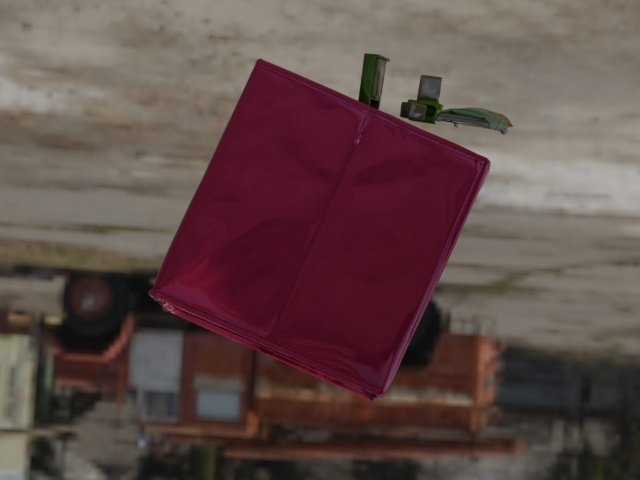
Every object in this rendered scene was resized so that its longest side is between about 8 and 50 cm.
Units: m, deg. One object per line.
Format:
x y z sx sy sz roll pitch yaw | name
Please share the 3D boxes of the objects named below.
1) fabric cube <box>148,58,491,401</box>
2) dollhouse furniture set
0.000 0.000 1.691 0.259 0.258 0.254 24 173 2 | fabric cube
0.116 -0.146 1.626 0.152 0.058 0.076 10 -177 22 | dollhouse furniture set
